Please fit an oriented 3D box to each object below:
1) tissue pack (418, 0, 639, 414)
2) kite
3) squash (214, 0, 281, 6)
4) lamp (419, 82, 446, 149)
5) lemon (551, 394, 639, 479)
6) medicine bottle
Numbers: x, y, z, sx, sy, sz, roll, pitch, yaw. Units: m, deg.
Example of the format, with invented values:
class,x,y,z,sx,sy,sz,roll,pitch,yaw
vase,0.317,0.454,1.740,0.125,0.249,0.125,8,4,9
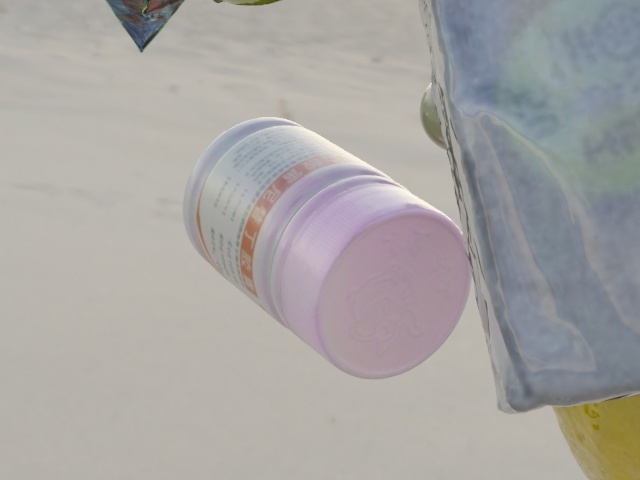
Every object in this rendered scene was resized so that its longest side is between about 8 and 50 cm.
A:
class,x,y,z,sx,sy,sz,roll,pitch,yaw
tissue pack,0.236,-0.103,0.556,0.394,0.288,0.124,-10,-6,2
kite,-0.085,-0.137,0.688,0.122,0.090,0.004,12,6,35
squash,-0.026,-0.249,1.112,0.123,0.123,0.187,3,-27,-46
lamp,0.154,-0.156,1.490,0.091,0.091,0.163,11,-22,3
lemon,0.287,0.092,1.036,0.245,0.245,0.319,16,-33,36
medicine bottle,0.000,0.000,1.578,0.202,0.202,0.316,5,18,-35
